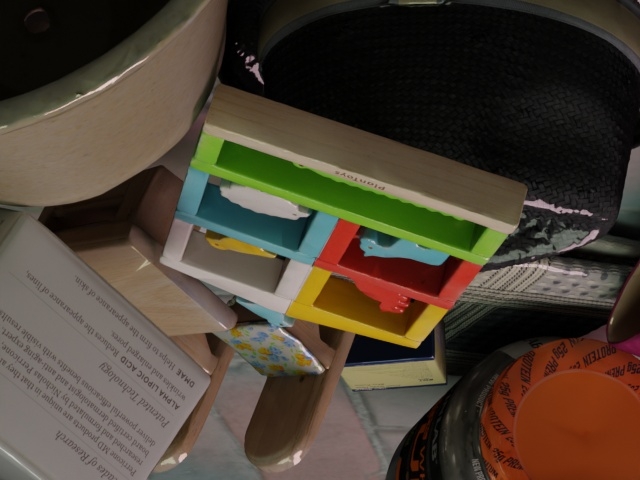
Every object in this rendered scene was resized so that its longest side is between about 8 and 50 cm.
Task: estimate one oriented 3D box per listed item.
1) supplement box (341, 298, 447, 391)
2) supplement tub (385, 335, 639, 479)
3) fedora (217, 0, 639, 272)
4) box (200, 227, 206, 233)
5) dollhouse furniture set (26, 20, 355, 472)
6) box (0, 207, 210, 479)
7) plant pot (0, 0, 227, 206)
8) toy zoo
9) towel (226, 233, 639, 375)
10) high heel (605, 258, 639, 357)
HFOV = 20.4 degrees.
[{"bbox_3d":[0.058,0.085,1.459,0.083,0.056,0.083,-5,159,11],"label":"supplement box"},{"bbox_3d":[0.185,0.207,1.579,0.207,0.207,0.338,10,159,-7],"label":"supplement tub"},{"bbox_3d":[0.086,-0.069,1.178,0.334,0.152,0.334,6,155,3],"label":"fedora"},{"bbox_3d":[-0.057,-0.001,1.501,0.081,0.028,0.136,-12,151,34],"label":"box"},{"bbox_3d":[-0.250,0.075,1.362,0.394,0.256,0.362,-8,139,43],"label":"dollhouse furniture set"},{"bbox_3d":[-0.201,0.070,1.107,0.181,0.119,0.182,11,152,50],"label":"box"},{"bbox_3d":[-0.170,-0.160,0.910,0.334,0.334,0.305,5,165,4],"label":"plant pot"},{"bbox_3d":[0.000,0.000,1.146,0.192,0.030,0.293,18,158,-4],"label":"toy zoo"},{"bbox_3d":[0.093,0.045,1.514,0.324,0.056,0.312,7,159,-21],"label":"towel"},{"bbox_3d":[0.263,-0.004,1.271,0.181,0.127,0.377,-4,144,19],"label":"high heel"}]
